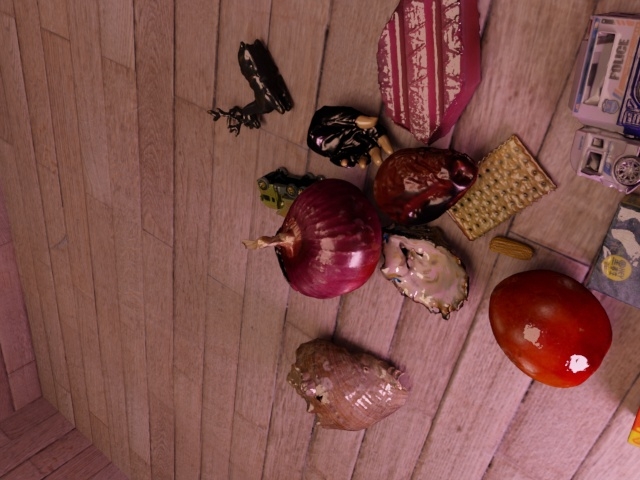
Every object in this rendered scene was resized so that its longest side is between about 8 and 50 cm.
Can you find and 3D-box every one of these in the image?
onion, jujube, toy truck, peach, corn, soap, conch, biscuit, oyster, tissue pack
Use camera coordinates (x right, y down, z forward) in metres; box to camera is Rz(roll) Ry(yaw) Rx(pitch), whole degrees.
[{"bbox_3d":[0.030,-0.005,1.318,0.256,0.272,0.230,52,142,2],"label":"onion"},{"bbox_3d":[0.212,-0.118,1.168,0.236,0.168,0.168,-16,102,60],"label":"jujube"},{"bbox_3d":[-0.068,-0.113,1.481,0.191,0.085,0.116,15,126,32],"label":"toy truck"},{"bbox_3d":[0.439,0.163,1.114,0.199,0.243,0.243,-42,79,0],"label":"peach"},{"bbox_3d":[0.396,0.017,1.188,0.092,0.037,0.037,22,125,30],"label":"corn"},{"bbox_3d":[0.211,-0.330,1.109,0.182,0.112,0.288,10,118,37],"label":"soap"},{"bbox_3d":[0.058,0.427,1.584,0.353,0.210,0.297,6,130,41],"label":"conch"},{"bbox_3d":[0.489,-0.224,0.926,0.155,0.124,0.267,25,125,37],"label":"toy truck"},{"bbox_3d":[0.354,-0.099,1.176,0.139,0.016,0.231,53,135,5],"label":"biscuit"},{"bbox_3d":[0.230,0.062,1.322,0.260,0.092,0.198,32,130,12],"label":"oyster"},{"bbox_3d":[0.622,0.046,0.982,0.257,0.081,0.185,26,127,30],"label":"tissue pack"}]

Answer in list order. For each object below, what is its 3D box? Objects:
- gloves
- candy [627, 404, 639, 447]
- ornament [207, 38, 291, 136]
[{"bbox_3d":[0.072,-0.225,1.281,0.204,0.124,0.164,23,142,10],"label":"gloves"},{"bbox_3d":[0.682,0.284,1.051,0.146,0.088,0.275,19,124,34],"label":"candy"},{"bbox_3d":[-0.203,-0.374,1.459,0.236,0.080,0.202,-20,102,44],"label":"ornament"}]
